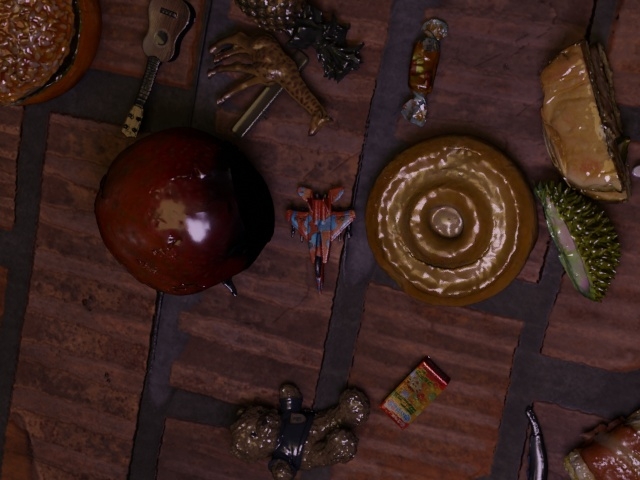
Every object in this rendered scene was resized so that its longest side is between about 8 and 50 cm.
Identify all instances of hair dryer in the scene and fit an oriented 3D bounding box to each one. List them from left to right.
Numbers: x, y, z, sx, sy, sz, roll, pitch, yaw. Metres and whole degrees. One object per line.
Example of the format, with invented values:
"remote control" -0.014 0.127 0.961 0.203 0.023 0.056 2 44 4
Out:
"hair dryer" 0.344 0.395 1.627 0.195 0.075 0.219 1 86 24

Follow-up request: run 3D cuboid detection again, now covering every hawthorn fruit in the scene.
"hawthorn fruit" -0.227 -0.055 1.613 0.316 0.316 0.316 2 96 15

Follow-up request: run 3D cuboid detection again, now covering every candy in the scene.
"candy" 0.166 0.268 1.663 0.062 0.038 0.122 44 104 7
"candy" 0.174 -0.286 1.600 0.053 0.046 0.182 12 97 12

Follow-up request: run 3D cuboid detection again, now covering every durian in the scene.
"durian" 0.424 -0.011 1.513 0.095 0.137 0.221 -32 94 -6

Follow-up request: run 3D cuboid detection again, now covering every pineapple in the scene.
"pineapple" -0.031 -0.376 1.621 0.251 0.125 0.125 43 104 2

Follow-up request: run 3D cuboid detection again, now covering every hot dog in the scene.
"hot dog" 0.508 0.364 1.555 0.213 0.103 0.146 -30 66 7

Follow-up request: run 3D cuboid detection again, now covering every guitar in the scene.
"guitar" -0.305 -0.314 1.728 0.083 0.038 0.271 22 98 13

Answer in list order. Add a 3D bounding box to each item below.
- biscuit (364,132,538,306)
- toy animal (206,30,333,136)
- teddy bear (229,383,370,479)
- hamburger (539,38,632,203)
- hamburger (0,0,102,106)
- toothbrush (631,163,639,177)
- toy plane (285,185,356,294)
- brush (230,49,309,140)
"biscuit" 0.217 -0.032 1.590 0.296 0.102 0.296 2 99 15
"toy animal" -0.087 -0.282 1.648 0.275 0.054 0.149 20 90 21
"teddy bear" -0.035 0.353 1.686 0.251 0.182 0.129 -1 132 14
"hamburger" 0.424 -0.179 1.516 0.131 0.124 0.262 -14 87 35
"hamburger" -0.574 -0.397 1.684 0.330 0.250 0.330 2 97 15
"toothbrush" 0.675 -0.138 1.494 0.354 0.029 0.024 -9 96 14
"toy plane" 0.001 -0.001 1.670 0.130 0.061 0.189 1 100 14
"brush" -0.088 -0.257 1.686 0.034 0.027 0.190 43 97 19
